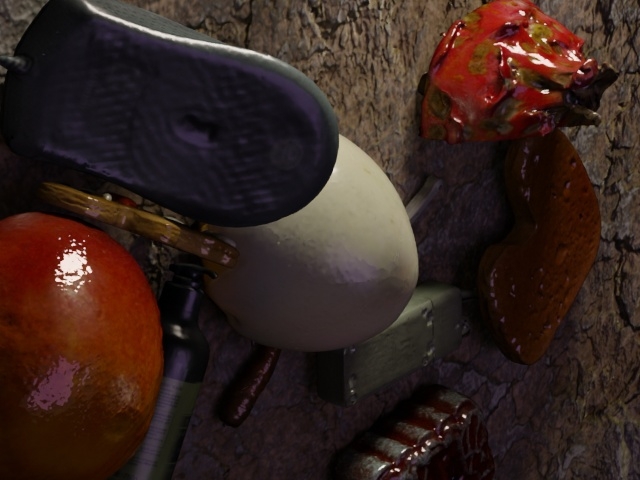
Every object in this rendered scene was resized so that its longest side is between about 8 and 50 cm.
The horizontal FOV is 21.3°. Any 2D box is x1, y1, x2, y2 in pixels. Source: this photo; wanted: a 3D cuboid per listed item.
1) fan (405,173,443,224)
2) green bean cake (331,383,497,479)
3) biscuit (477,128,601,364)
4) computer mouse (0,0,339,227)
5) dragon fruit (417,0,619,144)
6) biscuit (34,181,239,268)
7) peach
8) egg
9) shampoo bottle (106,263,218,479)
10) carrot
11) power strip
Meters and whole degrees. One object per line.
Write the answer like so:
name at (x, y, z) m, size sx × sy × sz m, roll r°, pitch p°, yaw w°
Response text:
fan at (0.067, 0.026, 2.112) m, size 0.282 × 0.023 × 0.057 m, roll -49°, pitch 130°, yaw -20°
green bean cake at (0.129, 0.316, 2.215) m, size 0.233 × 0.097 × 0.198 m, roll -31°, pitch 124°, yaw -35°
biscuit at (0.277, 0.000, 2.277) m, size 0.277 × 0.052 × 0.262 m, roll -60°, pitch 136°, yaw -22°
computer mouse at (-0.161, -0.135, 1.743) m, size 0.371 × 0.122 × 0.188 m, roll 17°, pitch 103°, yaw -26°
dragon fruit at (0.269, -0.214, 2.106) m, size 0.262 × 0.211 × 0.134 m, roll -35°, pitch 133°, yaw -38°
biscuit at (-0.192, -0.023, 1.742) m, size 0.240 × 0.158 × 0.035 m, roll 23°, pitch 84°, yaw -52°
peach at (-0.273, 0.113, 1.649) m, size 0.281 × 0.238 × 0.281 m, roll 9°, pitch 63°, yaw -19°
egg at (0.003, -0.003, 1.924) m, size 0.264 × 0.174 × 0.286 m, roll -55°, pitch 127°, yaw -23°
shampoo bottle at (-0.182, 0.160, 1.853) m, size 0.101 × 0.101 × 0.284 m, roll 17°, pitch 91°, yaw -46°
carrot at (-0.071, 0.150, 2.009) m, size 0.165 × 0.036 × 0.035 m, roll -58°, pitch 135°, yaw -16°
power strip at (0.106, 0.119, 2.150) m, size 0.288 × 0.053 × 0.093 m, roll -23°, pitch 119°, yaw -44°
